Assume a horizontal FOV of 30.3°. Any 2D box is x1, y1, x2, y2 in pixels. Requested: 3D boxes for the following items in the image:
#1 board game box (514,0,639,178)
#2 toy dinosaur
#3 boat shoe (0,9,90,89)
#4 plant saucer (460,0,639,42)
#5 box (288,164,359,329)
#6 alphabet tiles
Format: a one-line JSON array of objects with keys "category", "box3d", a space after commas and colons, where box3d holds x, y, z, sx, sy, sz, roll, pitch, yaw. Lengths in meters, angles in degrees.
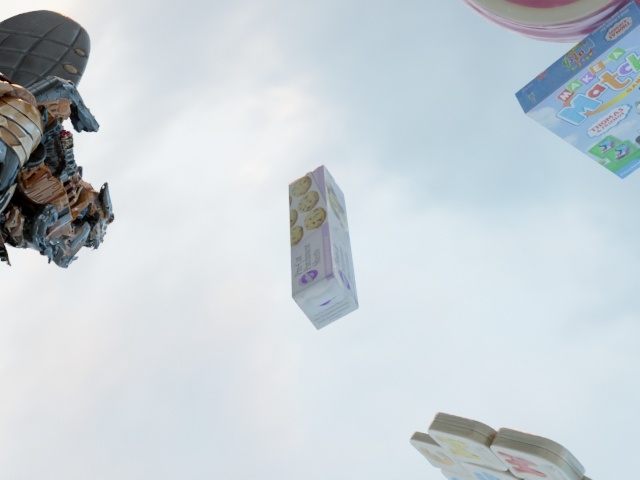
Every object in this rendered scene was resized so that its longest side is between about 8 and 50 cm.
[{"category": "board game box", "box3d": [0.340, -0.160, 1.314, 0.160, 0.211, 0.039, -39, -132, 27]}, {"category": "toy dinosaur", "box3d": [-0.285, -0.064, 0.923, 0.218, 0.322, 0.164, -50, -144, -13]}, {"category": "boat shoe", "box3d": [-0.373, -0.122, 1.294, 0.324, 0.123, 0.116, -54, -172, -24]}, {"category": "plant saucer", "box3d": [0.236, -0.356, 1.243, 0.332, 0.332, 0.084, -21, -164, 41]}, {"category": "box", "box3d": [0.000, 0.000, 1.592, 0.067, 0.063, 0.324, -29, -154, 14]}, {"category": "alphabet tiles", "box3d": [0.213, 0.239, 1.027, 0.278, 0.284, 0.021, 7, -121, 48]}]
